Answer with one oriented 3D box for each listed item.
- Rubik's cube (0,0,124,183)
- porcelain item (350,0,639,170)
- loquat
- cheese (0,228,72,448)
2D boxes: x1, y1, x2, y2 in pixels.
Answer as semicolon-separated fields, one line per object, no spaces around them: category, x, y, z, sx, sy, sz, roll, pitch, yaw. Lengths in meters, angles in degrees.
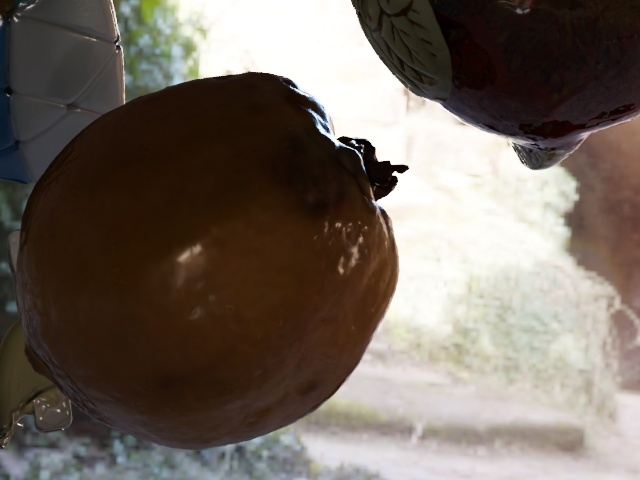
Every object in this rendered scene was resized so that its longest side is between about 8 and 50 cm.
Rubik's cube;-0.280;-0.153;1.255;0.254;0.254;0.254;5;2;0
porcelain item;0.122;-0.166;0.817;0.253;0.253;0.253;5;2;0
loquat;-0.058;0.009;0.720;0.234;0.187;0.176;-26;11;12
cheese;-0.303;0.097;1.437;0.127;0.235;0.050;-10;-20;-11
